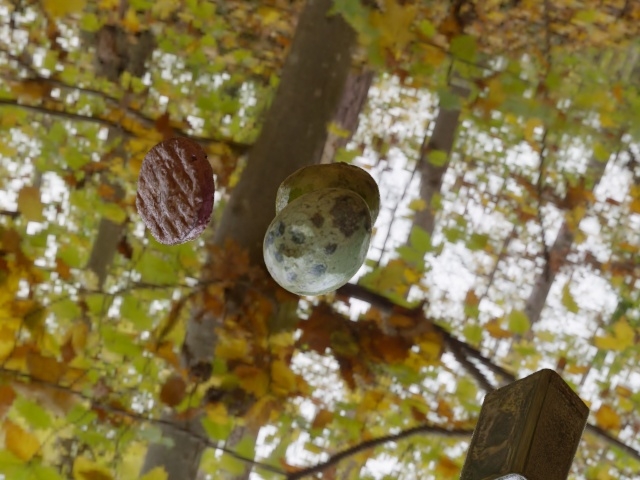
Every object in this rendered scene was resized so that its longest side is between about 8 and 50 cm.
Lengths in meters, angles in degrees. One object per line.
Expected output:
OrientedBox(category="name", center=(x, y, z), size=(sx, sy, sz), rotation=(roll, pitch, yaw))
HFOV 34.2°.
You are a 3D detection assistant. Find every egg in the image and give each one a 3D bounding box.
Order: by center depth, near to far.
OrientedBox(category="egg", center=(0.000, 0.000, 1.476), size=(0.141, 0.181, 0.141), rotation=(32, -147, -24))

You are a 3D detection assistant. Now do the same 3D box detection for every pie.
OrientedBox(category="pie", center=(-0.239, -0.081, 1.702), size=(0.049, 0.182, 0.182), rotation=(-1, -151, -47))

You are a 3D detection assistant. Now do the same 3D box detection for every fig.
OrientedBox(category="fig", center=(0.009, -0.045, 1.762), size=(0.181, 0.191, 0.181), rotation=(9, -163, -3))

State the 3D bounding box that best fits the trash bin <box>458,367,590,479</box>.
OrientedBox(category="trash bin", center=(0.332, 0.354, 1.736), size=(0.122, 0.164, 0.240), rotation=(47, -138, -12))
